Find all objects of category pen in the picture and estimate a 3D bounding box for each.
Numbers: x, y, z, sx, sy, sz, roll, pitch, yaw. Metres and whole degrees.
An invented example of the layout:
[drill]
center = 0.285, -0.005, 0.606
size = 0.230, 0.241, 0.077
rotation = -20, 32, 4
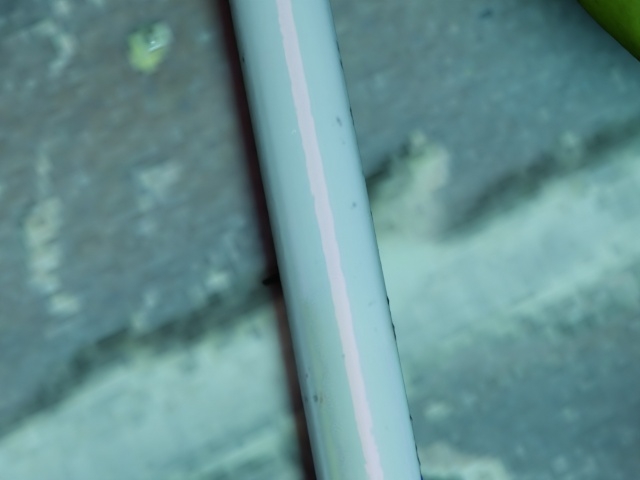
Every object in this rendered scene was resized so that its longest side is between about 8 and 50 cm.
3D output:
[pen]
center = 0.001, 0.000, 0.488
size = 0.033, 0.033, 0.269
rotation = -10, 86, -10

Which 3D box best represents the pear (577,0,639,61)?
[pear]
center = 0.148, -0.131, 0.474
size = 0.180, 0.166, 0.216
rotation = 20, 55, 4
